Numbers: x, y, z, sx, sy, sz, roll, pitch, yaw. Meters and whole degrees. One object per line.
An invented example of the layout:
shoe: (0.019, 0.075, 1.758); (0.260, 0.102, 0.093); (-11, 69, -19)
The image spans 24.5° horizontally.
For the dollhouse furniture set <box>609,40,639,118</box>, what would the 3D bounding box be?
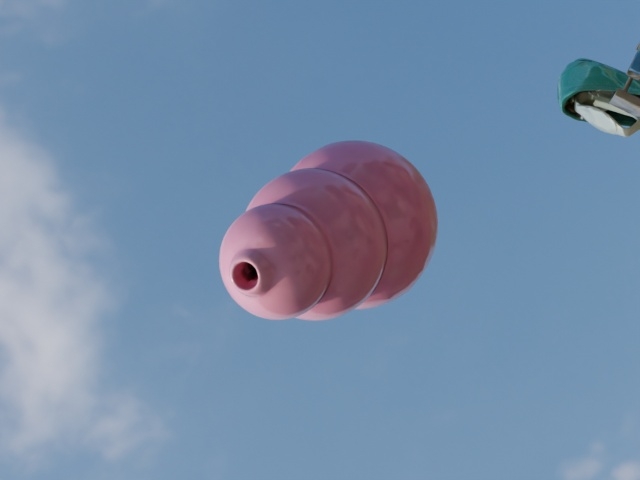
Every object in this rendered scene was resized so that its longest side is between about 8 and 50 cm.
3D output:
dollhouse furniture set: (0.429, -0.219, 1.634); (0.184, 0.129, 0.129); (-62, -5, -9)

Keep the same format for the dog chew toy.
dog chew toy: (0.000, 0.000, 1.713); (0.332, 0.206, 0.206); (-24, -51, -57)

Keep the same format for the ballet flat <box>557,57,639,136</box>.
ballet flat: (0.399, -0.150, 1.761); (0.083, 0.247, 0.087); (72, -142, -55)
